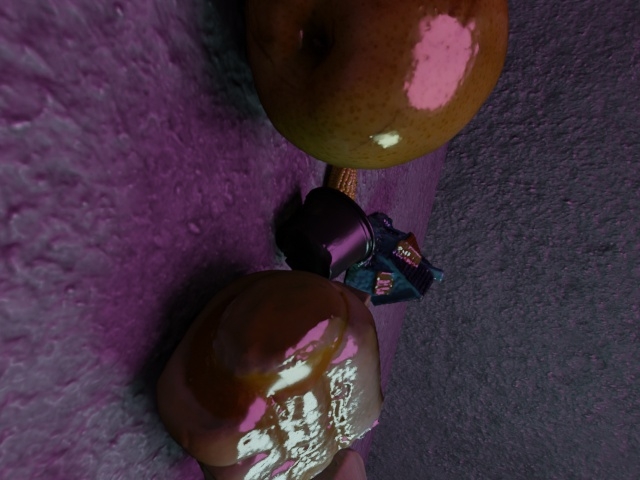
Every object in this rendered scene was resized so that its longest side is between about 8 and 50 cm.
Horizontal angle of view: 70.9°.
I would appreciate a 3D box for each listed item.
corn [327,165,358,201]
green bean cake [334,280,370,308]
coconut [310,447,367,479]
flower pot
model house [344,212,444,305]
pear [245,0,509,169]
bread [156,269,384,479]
[{"bbox_3d":[0.036,-0.056,0.913,0.067,0.067,0.206,-33,136,-61],"label":"corn"},{"bbox_3d":[0.038,0.180,1.051,0.179,0.109,0.085,-46,147,-53],"label":"green bean cake"},{"bbox_3d":[-0.044,0.510,0.825,0.323,0.323,0.323,17,90,-71],"label":"coconut"},{"bbox_3d":[0.000,0.000,0.762,0.107,0.157,0.157,-39,144,-35],"label":"flower pot"},{"bbox_3d":[0.225,0.067,1.279,0.261,0.241,0.226,-31,137,-62],"label":"model house"},{"bbox_3d":[0.058,-0.232,0.515,0.314,0.314,0.314,17,90,-71],"label":"pear"},{"bbox_3d":[-0.070,0.182,0.622,0.300,0.210,0.341,-37,139,-23],"label":"bread"}]
